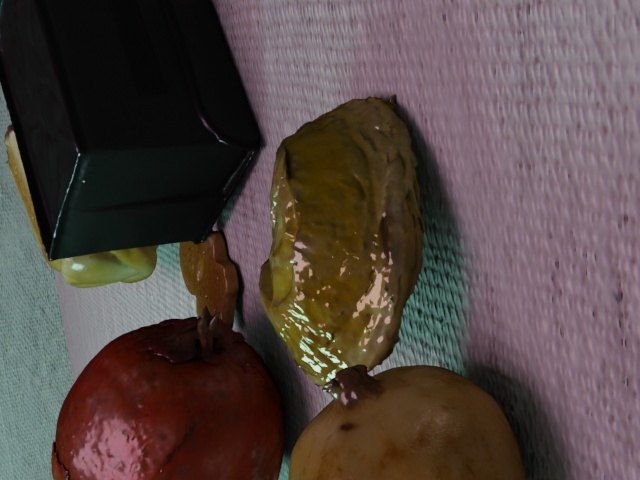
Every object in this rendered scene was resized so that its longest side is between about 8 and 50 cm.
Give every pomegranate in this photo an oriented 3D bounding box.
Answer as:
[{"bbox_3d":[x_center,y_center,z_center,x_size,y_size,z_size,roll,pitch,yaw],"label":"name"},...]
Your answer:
[{"bbox_3d":[0.057,0.171,0.656,0.196,0.196,0.196,40,136,54],"label":"pomegranate"}]

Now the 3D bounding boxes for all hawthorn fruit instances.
[{"bbox_3d":[-0.158,0.201,1.061,0.276,0.276,0.308,53,127,43],"label":"hawthorn fruit"}]

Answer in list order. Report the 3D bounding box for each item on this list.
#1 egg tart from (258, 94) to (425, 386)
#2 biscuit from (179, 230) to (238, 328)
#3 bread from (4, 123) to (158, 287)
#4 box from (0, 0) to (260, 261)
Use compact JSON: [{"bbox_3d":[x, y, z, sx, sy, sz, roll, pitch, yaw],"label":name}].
[{"bbox_3d":[0.000,0.000,0.747,0.232,0.098,0.252,-150,69,-68],"label":"egg tart"},{"bbox_3d":[-0.149,0.044,1.218,0.184,0.027,0.134,31,123,57],"label":"biscuit"},{"bbox_3d":[-0.328,-0.063,1.361,0.270,0.211,0.315,67,163,5],"label":"bread"},{"bbox_3d":[-0.247,-0.184,1.088,0.251,0.204,0.345,-50,56,55],"label":"box"}]
